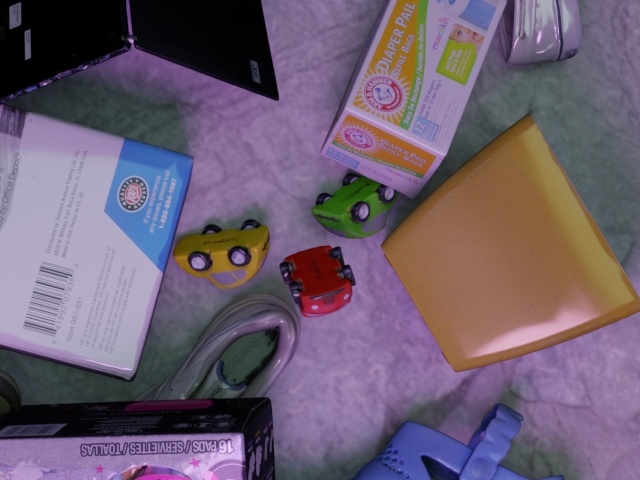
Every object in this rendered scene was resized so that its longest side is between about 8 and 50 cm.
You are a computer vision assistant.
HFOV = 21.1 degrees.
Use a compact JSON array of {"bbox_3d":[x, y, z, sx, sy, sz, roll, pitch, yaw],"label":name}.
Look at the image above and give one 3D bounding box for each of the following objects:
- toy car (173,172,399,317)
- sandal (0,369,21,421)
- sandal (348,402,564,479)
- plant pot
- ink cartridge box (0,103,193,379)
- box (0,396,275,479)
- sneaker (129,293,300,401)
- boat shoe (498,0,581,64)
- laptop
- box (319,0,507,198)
[{"bbox_3d":[0.000,0.000,1.718,0.225,0.239,0.053,-35,124,-33],"label":"toy car"},{"bbox_3d":[-0.439,0.142,1.663,0.302,0.120,0.086,3,46,-4],"label":"sandal"},{"bbox_3d":[0.095,0.244,1.708,0.317,0.126,0.138,-6,77,-15],"label":"sandal"},{"bbox_3d":[0.174,0.019,1.701,0.187,0.212,0.212,-30,88,2],"label":"plant pot"},{"bbox_3d":[-0.300,-0.008,1.674,0.307,0.129,0.223,16,82,-4],"label":"ink cartridge box"},{"bbox_3d":[-0.172,0.229,1.554,0.247,0.163,0.142,-3,96,8],"label":"box"},{"bbox_3d":[-0.130,0.168,1.676,0.111,0.129,0.297,38,82,-4],"label":"sneaker"},{"bbox_3d":[0.200,-0.313,1.793,0.088,0.096,0.268,-12,93,-13],"label":"boat shoe"},{"bbox_3d":[-0.200,-0.209,1.700,0.264,0.136,0.234,-21,45,10],"label":"laptop"},{"bbox_3d":[0.092,-0.163,1.724,0.114,0.103,0.203,24,62,-4],"label":"box"}]
